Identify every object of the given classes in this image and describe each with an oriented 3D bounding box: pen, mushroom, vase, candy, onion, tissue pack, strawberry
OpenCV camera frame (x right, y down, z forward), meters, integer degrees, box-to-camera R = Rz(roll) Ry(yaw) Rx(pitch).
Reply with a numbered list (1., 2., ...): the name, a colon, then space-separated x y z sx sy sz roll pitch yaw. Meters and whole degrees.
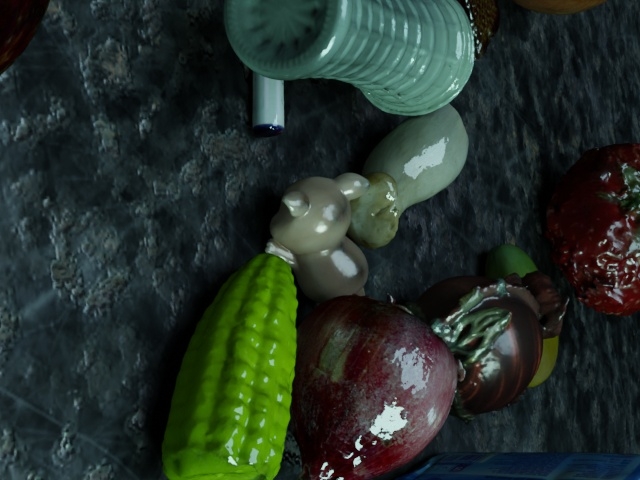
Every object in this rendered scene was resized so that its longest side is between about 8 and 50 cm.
1. pen: -0.049 -0.229 0.838 0.033 0.033 0.269 14 72 -54
2. mushroom: 0.097 -0.078 0.959 0.088 0.097 0.212 49 51 -2
3. vase: 0.033 -0.191 0.818 0.299 0.143 0.143 -11 92 -63
4. candy: -0.062 0.098 0.702 0.097 0.096 0.209 48 42 -40
5. onion: 0.031 0.145 0.782 0.159 0.159 0.195 49 62 -39
6. tissue pack: 0.205 0.302 0.891 0.198 0.263 0.146 -5 88 -56
7. strawberry: 0.471 -0.005 1.408 0.274 0.220 0.274 4 73 -13

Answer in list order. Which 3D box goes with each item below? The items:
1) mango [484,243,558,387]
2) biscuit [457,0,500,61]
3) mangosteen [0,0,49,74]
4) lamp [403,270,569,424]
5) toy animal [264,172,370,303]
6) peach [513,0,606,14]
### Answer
1. mango: 0.264 0.099 1.182 0.130 0.092 0.195 6 70 -53
2. biscuit: 0.136 -0.406 1.075 0.107 0.073 0.388 -59 136 -42
3. mangosteen: -0.241 -0.178 0.383 0.231 0.231 0.289 -12 86 -56
4. lamp: 0.182 0.128 0.989 0.223 0.215 0.151 6 41 -24
5. toy animal: 0.005 0.001 0.825 0.083 0.089 0.150 -60 140 -47
6. peach: 0.381 -0.474 1.340 0.252 0.252 0.252 16 70 -53
